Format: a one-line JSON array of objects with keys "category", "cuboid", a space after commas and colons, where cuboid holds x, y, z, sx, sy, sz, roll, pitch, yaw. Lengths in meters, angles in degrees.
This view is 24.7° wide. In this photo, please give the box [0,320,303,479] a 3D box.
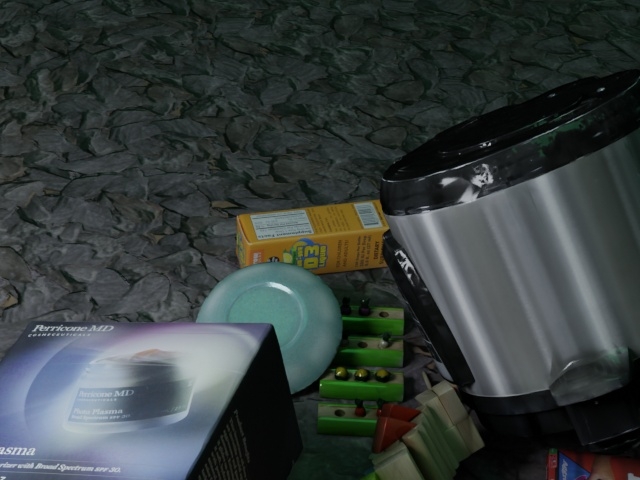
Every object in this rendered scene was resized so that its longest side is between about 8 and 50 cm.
[{"category": "box", "cuboid": [-0.210, 0.228, 1.475, 0.296, 0.182, 0.294, -1, 30, 19]}]

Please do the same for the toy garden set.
[{"category": "toy garden set", "cuboid": [0.102, 0.154, 1.884, 0.204, 0.049, 0.244, 3, 35, 0]}]

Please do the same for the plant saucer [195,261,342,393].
[{"category": "plant saucer", "cuboid": [-0.069, 0.107, 1.875, 0.195, 0.037, 0.195, -3, 63, 5]}]

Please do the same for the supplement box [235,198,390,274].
[{"category": "supplement box", "cuboid": [0.000, 0.000, 2.073, 0.233, 0.078, 0.080, -6, 39, -11]}]

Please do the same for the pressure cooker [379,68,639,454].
[{"category": "pressure cooker", "cuboid": [0.301, 0.046, 1.748, 0.370, 0.420, 0.375, -30, 12, -31]}]

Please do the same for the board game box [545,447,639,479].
[{"category": "board game box", "cuboid": [0.325, 0.347, 1.649, 0.145, 0.027, 0.281, 8, 35, 4]}]

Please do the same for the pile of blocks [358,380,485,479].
[{"category": "pile of blocks", "cuboid": [0.066, 0.261, 1.628, 0.149, 0.112, 0.362, -23, 12, 30]}]
